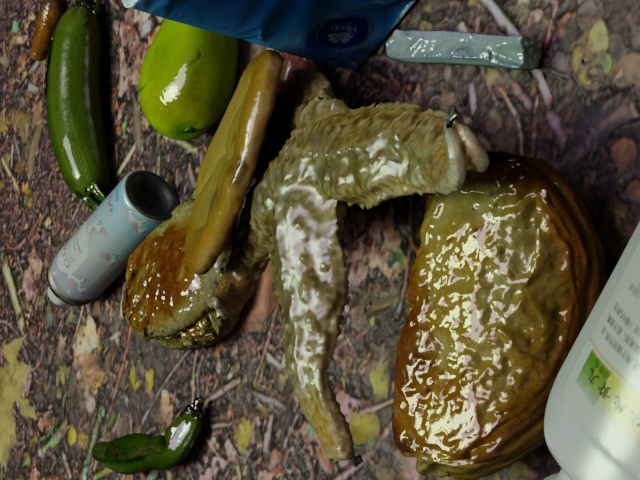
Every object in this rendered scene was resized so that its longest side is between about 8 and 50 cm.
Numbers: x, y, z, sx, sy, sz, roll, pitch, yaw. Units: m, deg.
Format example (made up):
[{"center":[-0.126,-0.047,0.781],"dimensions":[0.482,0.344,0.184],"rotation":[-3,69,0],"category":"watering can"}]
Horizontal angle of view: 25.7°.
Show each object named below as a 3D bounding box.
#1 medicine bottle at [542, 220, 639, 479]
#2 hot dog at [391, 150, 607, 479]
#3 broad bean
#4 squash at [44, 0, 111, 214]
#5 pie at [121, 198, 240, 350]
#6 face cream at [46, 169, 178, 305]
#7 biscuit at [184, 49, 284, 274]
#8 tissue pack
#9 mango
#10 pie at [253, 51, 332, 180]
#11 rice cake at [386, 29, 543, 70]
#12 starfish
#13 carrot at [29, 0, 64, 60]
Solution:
[{"center":[0.254,0.095,0.938],"dimensions":[0.179,0.124,0.324],"rotation":[46,117,48],"category":"medicine bottle"},{"center":[0.136,0.061,1.108],"dimensions":[0.175,0.114,0.259],"rotation":[10,93,48],"category":"hot dog"},{"center":[-0.187,0.229,1.544],"dimensions":[0.195,0.046,0.061],"rotation":[-30,48,40],"category":"broad bean"},{"center":[-0.306,-0.172,1.761],"dimensions":[0.080,0.071,0.318],"rotation":[-29,61,45],"category":"squash"},{"center":[-0.151,0.038,1.515],"dimensions":[0.193,0.079,0.163],"rotation":[-23,61,47],"category":"pie"},{"center":[-0.256,0.008,1.657],"dimensions":[0.229,0.075,0.075],"rotation":[-43,51,39],"category":"face cream"},{"center":[-0.085,-0.082,1.354],"dimensions":[0.260,0.041,0.203],"rotation":[119,168,-47],"category":"biscuit"},{"center":[-0.064,-0.287,1.313],"dimensions":[0.146,0.263,0.198],"rotation":[-49,47,35],"category":"tissue pack"},{"center":[-0.143,-0.191,1.538],"dimensions":[0.117,0.089,0.163],"rotation":[29,105,51],"category":"mango"},{"center":[-0.038,-0.126,1.434],"dimensions":[0.153,0.038,0.153],"rotation":[-18,68,53],"category":"pie"},{"center":[0.121,-0.168,1.230],"dimensions":[0.180,0.042,0.030],"rotation":[14,96,53],"category":"rice cake"},{"center":[0.000,0.000,1.198],"dimensions":[0.432,0.082,0.324],"rotation":[41,117,62],"category":"starfish"},{"center":[-0.375,-0.290,1.913],"dimensions":[0.032,0.032,0.093],"rotation":[51,125,44],"category":"carrot"}]
